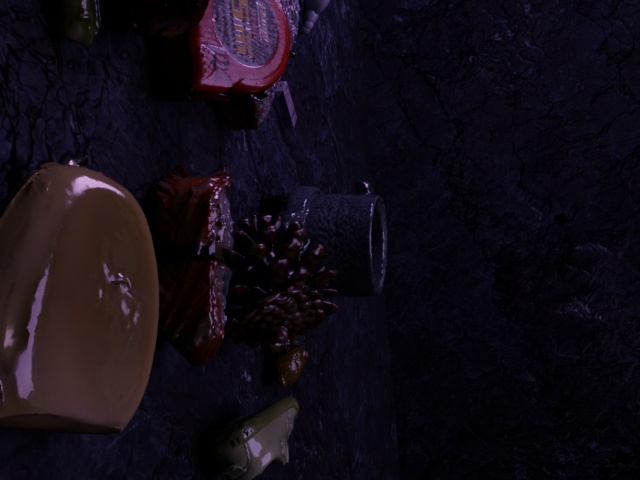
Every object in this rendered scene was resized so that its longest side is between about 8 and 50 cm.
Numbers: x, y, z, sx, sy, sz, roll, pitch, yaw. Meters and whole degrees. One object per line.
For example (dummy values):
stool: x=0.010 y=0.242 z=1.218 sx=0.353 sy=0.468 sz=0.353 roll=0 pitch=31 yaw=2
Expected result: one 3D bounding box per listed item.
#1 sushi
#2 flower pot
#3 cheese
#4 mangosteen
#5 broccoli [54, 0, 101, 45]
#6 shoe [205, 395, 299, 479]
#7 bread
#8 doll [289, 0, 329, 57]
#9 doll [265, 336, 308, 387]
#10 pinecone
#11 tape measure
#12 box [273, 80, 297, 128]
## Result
sushi: x=-0.202 y=0.031 z=1.062 sx=0.130 sy=0.124 sz=0.332 roll=58 pitch=31 yaw=-81
flower pot: x=0.000 y=0.000 z=1.562 sx=0.299 sy=0.283 sz=0.299 roll=0 pitch=90 yaw=-74
cheese: x=-0.279 y=0.059 z=0.746 sx=0.259 sy=0.128 sz=0.315 roll=51 pitch=36 yaw=-63
mangosteen: x=-0.245 y=-0.382 z=0.956 sx=0.180 sy=0.166 sz=0.166 roll=61 pitch=14 yaw=3
broccoli: x=-0.301 y=-0.392 z=0.795 sx=0.165 sy=0.146 sz=0.304 roll=-54 pitch=151 yaw=-62
shoe: x=-0.129 y=0.381 z=1.270 sx=0.262 sy=0.140 sz=0.128 roll=11 pitch=66 yaw=-70
bread: x=-0.140 y=-0.423 z=1.438 sx=0.165 sy=0.113 sz=0.416 roll=70 pitch=22 yaw=-43
doll: x=-0.060 y=-0.612 z=1.705 sx=0.195 sy=0.153 sz=0.258 roll=-37 pitch=122 yaw=-40
doll: x=-0.079 y=0.235 z=1.566 sx=0.137 sy=0.097 sz=0.209 roll=6 pitch=75 yaw=-70
pinecone: x=-0.092 y=0.068 z=1.258 sx=0.264 sy=0.264 sz=0.264 roll=-3 pitch=90 yaw=-76
tape measure: x=-0.169 y=-0.354 z=1.157 sx=0.260 sy=0.114 sz=0.253 roll=-7 pitch=93 yaw=-48
box: x=-0.095 y=-0.356 z=1.753 sx=0.050 sy=0.036 sz=0.117 roll=-77 pitch=158 yaw=-47
